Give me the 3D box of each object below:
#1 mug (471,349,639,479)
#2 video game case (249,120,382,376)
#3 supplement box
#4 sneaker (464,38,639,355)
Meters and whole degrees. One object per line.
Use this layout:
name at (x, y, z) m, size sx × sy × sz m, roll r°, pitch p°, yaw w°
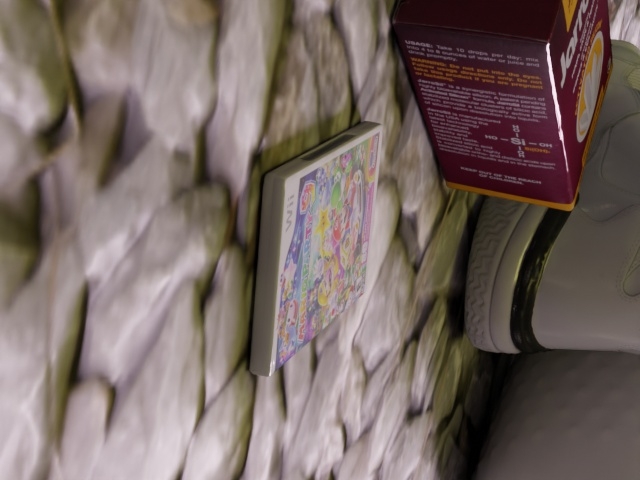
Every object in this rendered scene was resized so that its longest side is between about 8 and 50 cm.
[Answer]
mug at (0.264, 0.163, 1.144) m, size 0.374 × 0.276 × 0.328 m, roll -51°, pitch -167°, yaw 55°
video game case at (0.000, 0.000, 0.613) m, size 0.122 × 0.011 × 0.087 m, roll -35°, pitch 134°, yaw -64°
supplement box at (0.105, -0.106, 0.747) m, size 0.188 × 0.081 × 0.104 m, roll 60°, pitch 45°, yaw -63°
sneaker at (0.248, -0.028, 1.007) m, size 0.366 × 0.210 × 0.137 m, roll -55°, pitch 151°, yaw -50°
